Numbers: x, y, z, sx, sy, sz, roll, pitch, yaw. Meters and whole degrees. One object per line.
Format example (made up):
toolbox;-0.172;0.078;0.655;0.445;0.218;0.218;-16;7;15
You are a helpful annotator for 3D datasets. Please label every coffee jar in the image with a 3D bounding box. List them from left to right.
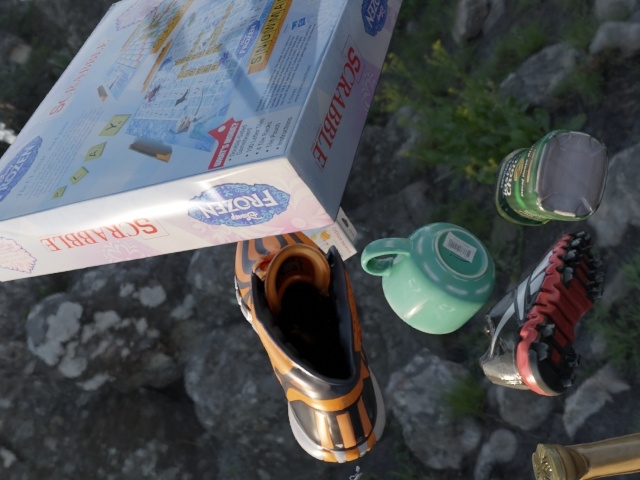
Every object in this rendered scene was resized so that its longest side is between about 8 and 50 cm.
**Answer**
coffee jar;0.257;-0.067;0.860;0.184;0.079;0.096;129;153;-87

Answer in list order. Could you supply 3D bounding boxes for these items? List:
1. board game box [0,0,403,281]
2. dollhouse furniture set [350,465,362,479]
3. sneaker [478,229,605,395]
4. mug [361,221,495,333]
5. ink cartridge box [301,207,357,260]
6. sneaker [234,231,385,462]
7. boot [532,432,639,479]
board game box;-0.101;-0.124;0.601;0.318;0.066;0.318;-8;45;31
dollhouse furniture set;0.055;0.491;1.449;0.081;0.091;0.114;-54;-22;6
sneaker;0.293;0.091;1.004;0.135;0.097;0.276;-19;30;48
mug;0.146;0.043;0.949;0.129;0.158;0.097;66;146;26
ink cartridge box;0.000;0.000;1.522;0.143;0.092;0.090;-33;30;6
sneaker;-0.020;0.045;0.749;0.180;0.125;0.321;79;166;-44
boot;0.546;0.402;1.396;0.236;0.270;0.089;59;-159;-75
